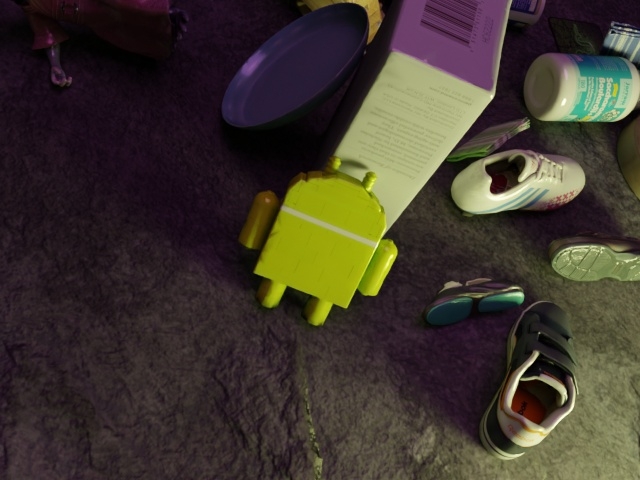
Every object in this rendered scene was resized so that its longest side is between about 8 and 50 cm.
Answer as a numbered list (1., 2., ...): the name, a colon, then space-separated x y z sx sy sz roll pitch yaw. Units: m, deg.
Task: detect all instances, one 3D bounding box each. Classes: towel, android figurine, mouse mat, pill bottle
1. towel: 0.340 -0.200 1.496 0.152 0.113 0.023 -35 106 -30
2. android figurine: 0.000 0.000 1.184 0.248 0.272 0.056 20 19 -7
3. mouse mat: 0.641 -0.468 1.803 0.153 0.007 0.189 2 63 -19
4. towel: 0.787 -0.400 1.617 0.336 0.243 0.040 13 84 15
5. pill bottle: 0.596 -0.336 1.630 0.264 0.146 0.146 -3 64 -20
6. pill bottle: 0.413 -0.563 1.711 0.187 0.112 0.111 6 61 -17

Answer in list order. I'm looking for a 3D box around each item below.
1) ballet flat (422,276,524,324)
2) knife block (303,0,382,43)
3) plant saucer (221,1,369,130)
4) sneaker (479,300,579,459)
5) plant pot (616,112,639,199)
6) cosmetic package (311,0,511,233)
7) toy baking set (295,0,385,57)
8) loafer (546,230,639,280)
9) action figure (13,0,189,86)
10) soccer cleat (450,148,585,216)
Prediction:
1. ballet flat: 0.265 0.103 1.326 0.203 0.074 0.074 -9 66 -17
2. knife block: -0.008 -0.537 1.514 0.242 0.275 0.088 24 57 36
3. plant saucer: -0.041 -0.307 1.335 0.043 0.318 0.317 49 49 -35
4. sneaker: 0.381 0.221 1.264 0.126 0.127 0.321 30 55 0
5. plant pot: 0.859 -0.218 1.582 0.324 0.280 0.323 9 59 -15
6. cosmetic package: 0.120 -0.202 1.206 0.162 0.453 0.230 22 58 -7
7. toy baking set: 0.068 -0.454 1.583 0.256 0.030 0.196 7 65 -13
8. loafer: 0.550 0.025 1.463 0.268 0.096 0.084 7 40 -24
9. action figure: -0.414 -0.433 1.269 0.371 0.248 0.275 10 59 -17
10. soccer cleat: 0.414 -0.122 1.451 0.332 0.143 0.116 -12 67 -25
